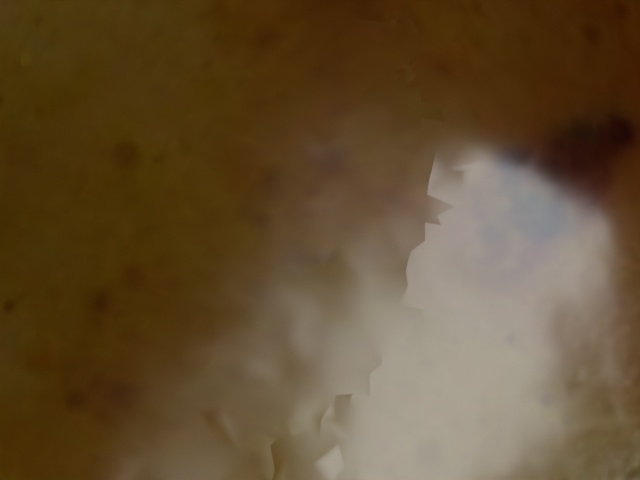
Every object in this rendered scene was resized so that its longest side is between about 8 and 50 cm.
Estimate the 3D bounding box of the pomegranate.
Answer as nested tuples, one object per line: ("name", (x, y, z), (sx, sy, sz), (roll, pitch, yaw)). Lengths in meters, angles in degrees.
("pomegranate", (0.000, 0.000, 0.591), (0.410, 0.410, 0.410), (-2, 107, -5))
